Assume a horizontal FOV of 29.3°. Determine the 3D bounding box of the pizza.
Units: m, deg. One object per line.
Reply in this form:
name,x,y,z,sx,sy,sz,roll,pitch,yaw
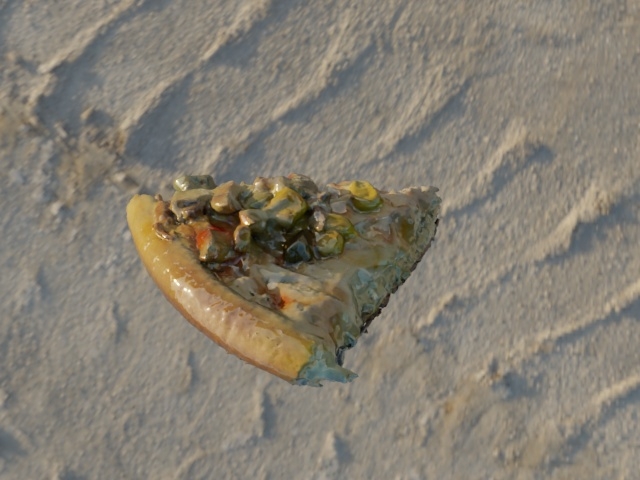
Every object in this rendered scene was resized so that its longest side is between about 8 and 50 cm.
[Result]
pizza,0.000,0.000,0.698,0.185,0.195,0.052,40,135,35
